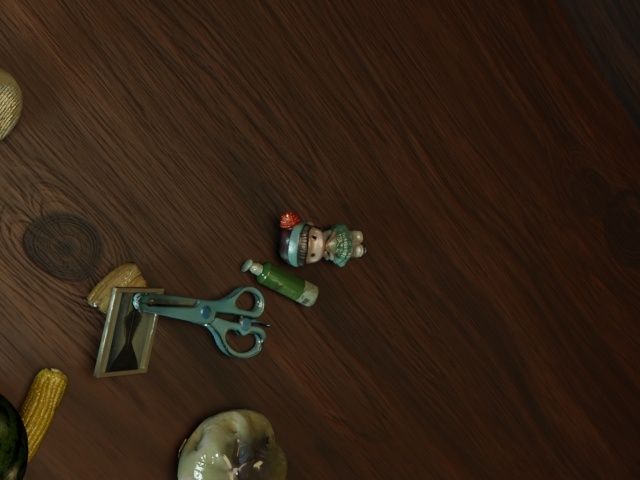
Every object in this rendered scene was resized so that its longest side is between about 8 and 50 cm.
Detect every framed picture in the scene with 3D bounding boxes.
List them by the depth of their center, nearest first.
[{"bbox_3d":[-0.423,0.202,1.686,0.150,0.015,0.203,8,97,-58],"label":"framed picture"}]

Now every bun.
[{"bbox_3d":[-0.719,-0.288,1.583,0.113,0.166,0.173,31,54,23],"label":"bun"},{"bbox_3d":[-0.195,0.531,1.764,0.273,0.168,0.272,5,81,-37],"label":"bun"}]

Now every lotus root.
[{"bbox_3d":[-0.458,0.118,1.693,0.135,0.095,0.159,-52,146,-26],"label":"lotus root"}]

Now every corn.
[{"bbox_3d":[-0.601,0.369,1.607,0.072,0.072,0.203,27,73,-24],"label":"corn"}]

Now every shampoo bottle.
[{"bbox_3d":[-0.103,0.102,1.920,0.205,0.065,0.065,28,72,-25],"label":"shampoo bottle"}]

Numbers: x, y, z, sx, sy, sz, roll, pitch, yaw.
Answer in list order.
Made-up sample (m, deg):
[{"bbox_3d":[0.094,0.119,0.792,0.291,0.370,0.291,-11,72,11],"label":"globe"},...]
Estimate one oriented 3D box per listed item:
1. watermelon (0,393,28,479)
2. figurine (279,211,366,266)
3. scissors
[{"bbox_3d":[-0.698,0.411,1.424,0.285,0.285,0.285,3,83,-29],"label":"watermelon"},{"bbox_3d":[0.000,0.000,1.968,0.246,0.110,0.137,1,82,-34],"label":"figurine"},{"bbox_3d":[-0.272,0.176,1.785,0.393,0.032,0.180,17,76,-43],"label":"scissors"}]
